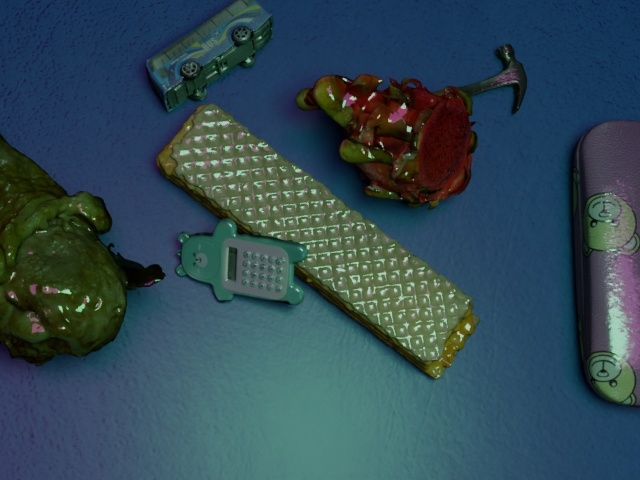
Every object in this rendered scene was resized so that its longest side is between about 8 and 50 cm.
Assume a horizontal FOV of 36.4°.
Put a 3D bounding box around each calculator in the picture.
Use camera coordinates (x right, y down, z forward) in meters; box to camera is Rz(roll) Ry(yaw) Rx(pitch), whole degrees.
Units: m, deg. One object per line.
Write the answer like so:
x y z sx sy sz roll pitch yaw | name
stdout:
-0.083 0.024 0.997 0.141 0.019 0.094 10 114 14 | calculator

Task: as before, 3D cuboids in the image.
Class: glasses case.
0.341 0.021 1.054 0.123 0.076 0.316 3 76 -6 | glasses case

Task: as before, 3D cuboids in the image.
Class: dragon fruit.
0.072 -0.113 1.013 0.208 0.150 0.133 23 68 -8 | dragon fruit

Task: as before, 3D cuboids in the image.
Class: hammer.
0.143 -0.157 1.097 0.201 0.021 0.078 -20 80 -12 | hammer

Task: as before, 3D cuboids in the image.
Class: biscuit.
0.000 0.000 1.024 0.379 0.054 0.094 38 76 2 | biscuit

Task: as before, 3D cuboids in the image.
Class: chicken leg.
-0.332 -0.020 0.949 0.361 0.140 0.211 45 54 14 | chicken leg

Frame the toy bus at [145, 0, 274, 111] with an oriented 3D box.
-0.120 -0.205 1.060 0.153 0.051 0.061 -37 72 -14 | toy bus
